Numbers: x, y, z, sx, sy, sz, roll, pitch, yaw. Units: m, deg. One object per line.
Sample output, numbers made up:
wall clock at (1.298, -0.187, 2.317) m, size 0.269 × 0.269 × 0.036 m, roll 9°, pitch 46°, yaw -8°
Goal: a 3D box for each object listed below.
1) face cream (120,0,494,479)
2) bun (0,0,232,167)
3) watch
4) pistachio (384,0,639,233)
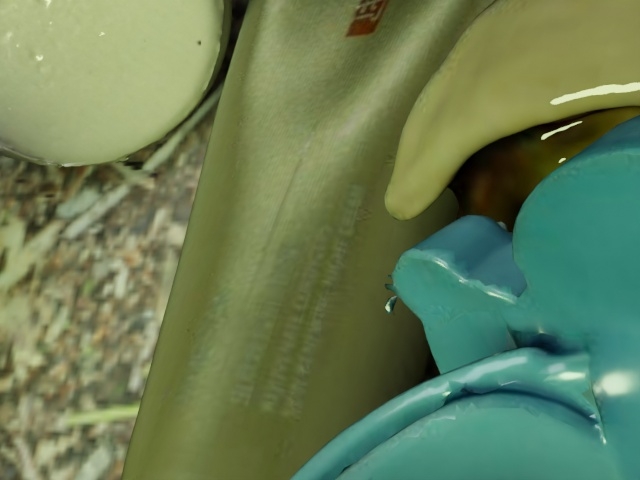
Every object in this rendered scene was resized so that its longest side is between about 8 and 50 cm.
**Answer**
face cream at (0.000, 0.000, 0.535) m, size 0.137 × 0.084 × 0.341 m, roll 0°, pitch 60°, yaw 29°
bun at (-0.104, -0.104, 0.611) m, size 0.138 × 0.138 × 0.094 m, roll -32°, pitch 21°, yaw 10°
watch at (0.066, 0.095, 0.356) m, size 0.211 × 0.211 × 0.193 m, roll 22°, pitch 52°, yaw 32°
pistachio at (0.134, -0.046, 0.452) m, size 0.238 × 0.138 × 0.153 m, roll -26°, pitch 17°, yaw 8°
